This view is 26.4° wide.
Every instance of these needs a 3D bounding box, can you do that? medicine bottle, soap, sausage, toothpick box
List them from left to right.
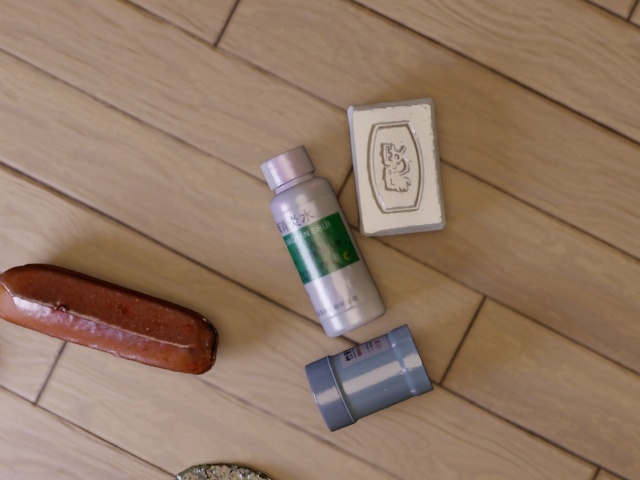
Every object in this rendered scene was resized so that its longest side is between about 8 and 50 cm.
[{"bbox_3d":[-0.298,0.107,1.896,0.330,0.102,0.102,17,91,2],"label":"sausage"},{"bbox_3d":[0.000,0.000,1.879,0.095,0.095,0.260,-23,88,3],"label":"medicine bottle"},{"bbox_3d":[0.067,0.188,1.873,0.153,0.101,0.101,-22,89,2],"label":"toothpick box"},{"bbox_3d":[0.104,-0.100,1.886,0.122,0.064,0.183,-6,91,1],"label":"soap"}]

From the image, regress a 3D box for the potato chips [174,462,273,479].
[{"bbox_3d":[-0.127,0.410,1.922,0.220,0.029,0.202,-12,87,5],"label":"potato chips"}]
